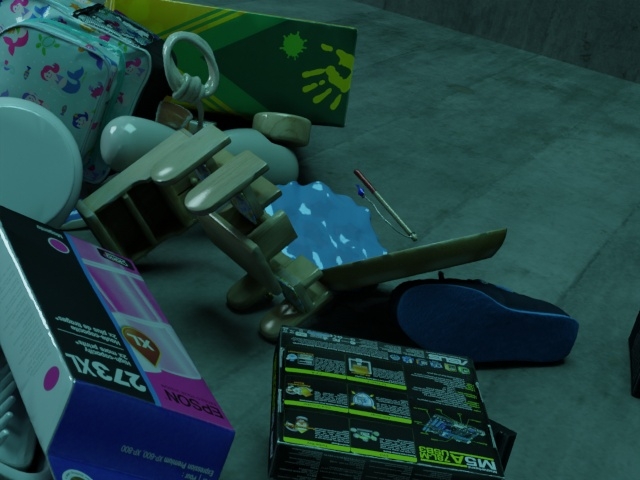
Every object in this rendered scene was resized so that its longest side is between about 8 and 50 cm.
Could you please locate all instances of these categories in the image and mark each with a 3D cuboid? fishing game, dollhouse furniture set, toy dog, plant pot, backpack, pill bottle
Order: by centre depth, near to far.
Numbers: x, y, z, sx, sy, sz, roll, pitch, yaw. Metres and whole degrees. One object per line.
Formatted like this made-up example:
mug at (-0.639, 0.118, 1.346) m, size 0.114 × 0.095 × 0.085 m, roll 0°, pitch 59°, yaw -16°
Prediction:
pill bottle at (-0.348, -0.075, 1.177) m, size 0.162 × 0.162 × 0.278 m, roll 5°, pitch 1°, yaw -16°
dollhouse furniture set at (-0.141, -0.004, 1.196) m, size 0.161 × 0.212 × 0.242 m, roll -39°, pitch 43°, yaw -14°
plant pot at (0.107, 0.026, 1.252) m, size 0.236 × 0.032 × 0.236 m, roll -14°, pitch -2°, yaw -1°
fishing game at (0.000, 0.000, 1.388) m, size 0.264 × 0.041 × 0.189 m, roll -25°, pitch 65°, yaw -38°
backpack at (-0.352, -0.214, 1.422) m, size 0.253 × 0.225 × 0.191 m, roll 31°, pitch 21°, yaw 11°
toy dog at (-0.156, -0.112, 1.432) m, size 0.334 × 0.220 × 0.161 m, roll 33°, pitch -23°, yaw -36°

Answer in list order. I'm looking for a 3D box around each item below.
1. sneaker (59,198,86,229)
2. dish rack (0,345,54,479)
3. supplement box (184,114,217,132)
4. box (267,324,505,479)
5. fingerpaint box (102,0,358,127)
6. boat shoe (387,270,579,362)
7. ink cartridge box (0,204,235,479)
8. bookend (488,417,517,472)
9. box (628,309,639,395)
sneaker at (-0.358, -0.065, 1.355) m, size 0.152 × 0.084 × 0.058 m, roll 7°, pitch 23°, yaw -12°
dish rack at (-0.349, 0.084, 0.922) m, size 0.285 × 0.072 × 0.333 m, roll 36°, pitch 14°, yaw -23°
supplement box at (-0.195, -0.136, 1.580) m, size 0.062 × 0.098 × 0.036 m, roll 17°, pitch 24°, yaw 14°
box at (0.052, 0.150, 0.925) m, size 0.191 × 0.045 × 0.184 m, roll 10°, pitch 28°, yaw -7°
fingerpaint box at (-0.181, -0.292, 1.751) m, size 0.371 × 0.163 × 0.445 m, roll 6°, pitch 8°, yaw -16°
boat shoe at (0.182, 0.097, 1.255) m, size 0.258 × 0.109 × 0.089 m, roll 18°, pitch 11°, yaw -29°
ink cartridge box at (-0.193, 0.108, 0.941) m, size 0.176 × 0.069 × 0.371 m, roll 28°, pitch 17°, yaw -41°
bookend at (0.071, 0.199, 0.969) m, size 0.157 × 0.072 × 0.156 m, roll 24°, pitch 27°, yaw 25°
box at (0.464, 0.135, 1.285) m, size 0.156 × 0.093 × 0.158 m, roll 15°, pitch 22°, yaw 9°
